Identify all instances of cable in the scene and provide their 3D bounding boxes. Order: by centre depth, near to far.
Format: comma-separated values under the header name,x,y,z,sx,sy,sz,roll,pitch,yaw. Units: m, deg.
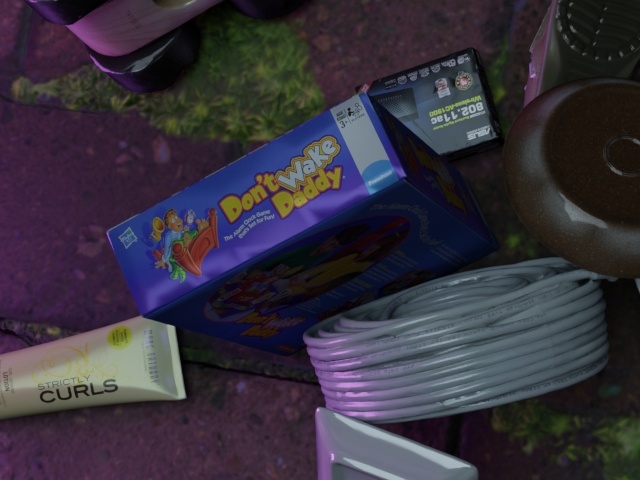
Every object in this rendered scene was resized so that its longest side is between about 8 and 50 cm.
name,x,y,z,sx,sy,sz,roll,pitch,yaw
cable,0.117,0.085,1.454,0.257,0.257,0.089,-7,99,53

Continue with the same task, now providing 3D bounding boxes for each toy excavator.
name,x,y,z,sx,sy,sz,roll,pitch,yaw
toy excavator,-0.140,-0.437,1.647,0.433,0.222,0.445,-29,66,10

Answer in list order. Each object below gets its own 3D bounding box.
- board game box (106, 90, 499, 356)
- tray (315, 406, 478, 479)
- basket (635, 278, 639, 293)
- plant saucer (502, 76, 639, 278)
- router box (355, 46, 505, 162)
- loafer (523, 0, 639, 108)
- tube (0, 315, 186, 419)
name,x,y,z,sx,sy,sz,roll,pitch,yaw
board game box,0.000,0.000,1.449,0.233,0.347,0.078,-28,74,11
tray,0.059,0.256,1.454,0.145,0.270,0.030,18,50,18
basket,0.367,0.048,1.455,0.167,0.103,0.113,-24,75,12
plant saucer,0.252,-0.063,1.421,0.198,0.036,0.199,3,60,-5
router box,0.102,-0.116,1.596,0.122,0.038,0.092,-19,77,14
loafer,0.230,-0.155,1.535,0.102,0.092,0.269,25,73,-7
tube,-0.250,0.129,1.662,0.240,0.062,0.070,-11,119,11
